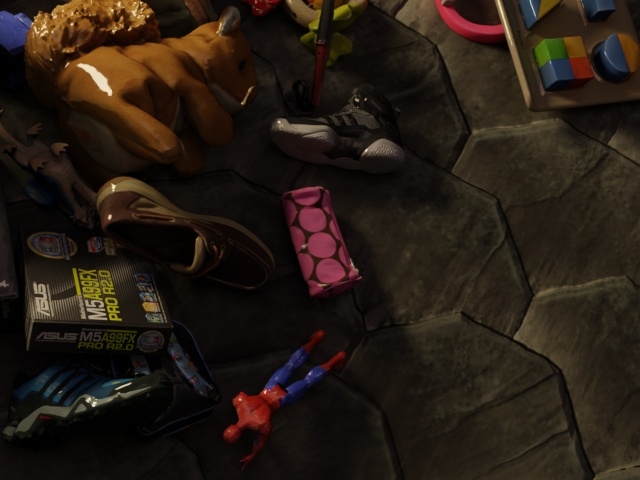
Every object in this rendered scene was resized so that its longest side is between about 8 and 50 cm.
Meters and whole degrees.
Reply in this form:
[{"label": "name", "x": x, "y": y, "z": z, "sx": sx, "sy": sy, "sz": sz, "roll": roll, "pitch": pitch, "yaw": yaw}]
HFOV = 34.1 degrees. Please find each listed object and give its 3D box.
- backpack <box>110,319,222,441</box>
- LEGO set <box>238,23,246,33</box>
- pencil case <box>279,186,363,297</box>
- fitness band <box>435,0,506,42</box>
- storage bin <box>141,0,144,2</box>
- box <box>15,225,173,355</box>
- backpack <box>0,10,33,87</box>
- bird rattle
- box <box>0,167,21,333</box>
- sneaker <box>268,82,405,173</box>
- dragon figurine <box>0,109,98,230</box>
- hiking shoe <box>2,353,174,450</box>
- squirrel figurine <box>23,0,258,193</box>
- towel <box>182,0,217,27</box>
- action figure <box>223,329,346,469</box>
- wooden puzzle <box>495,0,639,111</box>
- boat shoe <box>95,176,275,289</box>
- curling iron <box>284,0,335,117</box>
[{"label": "backpack", "x": -0.262, "y": 0.224, "z": 1.700, "sx": 0.158, "sy": 0.117, "sz": 0.173, "roll": -21, "pitch": 75, "yaw": -21}, {"label": "LEGO set", "x": -0.181, "y": -0.399, "z": 2.043, "sx": 0.083, "sy": 0.023, "sz": 0.054, "roll": -16, "pitch": 70, "yaw": -6}, {"label": "pencil case", "x": 0.000, "y": 0.000, "z": 1.880, "sx": 0.098, "sy": 0.095, "sz": 0.209, "roll": -24, "pitch": 74, "yaw": 14}, {"label": "fitness band", "x": 0.343, "y": -0.556, "z": 2.226, "sx": 0.209, "sy": 0.054, "sz": 0.291, "roll": 2, "pitch": 68, "yaw": -14}, {"label": "storage bin", "x": -0.394, "y": -0.498, "z": 1.938, "sx": 0.122, "sy": 0.180, "sz": 0.084, "roll": -18, "pitch": 73, "yaw": -21}, {"label": "box", "x": -0.367, "y": 0.078, "z": 1.669, "sx": 0.216, "sy": 0.060, "sz": 0.270, "roll": 6, "pitch": 30, "yaw": -23}, {"label": "backpack", "x": -0.548, "y": -0.336, "z": 1.864, "sx": 0.101, "sy": 0.120, "sz": 0.098, "roll": -28, "pitch": 69, "yaw": -32}, {"label": "bird rattle", "x": -0.021, "y": -0.473, "z": 2.084, "sx": 0.253, "sy": 0.143, "sz": 0.207, "roll": 36, "pitch": 51, "yaw": 17}, {"label": "box", "x": -0.658, "y": -0.014, "z": 1.665, "sx": 0.312, "sy": 0.179, "sz": 0.343, "roll": -8, "pitch": 70, "yaw": -16}, {"label": "sneaker", "x": 0.034, "y": -0.224, "z": 1.982, "sx": 0.268, "sy": 0.101, "sz": 0.153, "roll": 12, "pitch": 64, "yaw": -16}, {"label": "dragon figurine", "x": -0.475, "y": -0.118, "z": 1.805, "sx": 0.289, "sy": 0.144, "sz": 0.085, "roll": 28, "pitch": 60, "yaw": 31}, {"label": "hiking shoe", "x": -0.365, "y": 0.229, "z": 1.605, "sx": 0.304, "sy": 0.113, "sz": 0.132, "roll": -16, "pitch": 64, "yaw": 19}, {"label": "squirrel figurine", "x": -0.301, "y": -0.305, "z": 1.836, "sx": 0.397, "sy": 0.281, "sz": 0.370, "roll": 45, "pitch": 57, "yaw": 1}, {"label": "towel", "x": -0.305, "y": -0.572, "z": 1.916, "sx": 0.053, "sy": 0.332, "sz": 0.317, "roll": -32, "pitch": 79, "yaw": -1}, {"label": "action figure", "x": -0.082, "y": 0.273, "z": 1.753, "sx": 0.091, "sy": 0.139, "sz": 0.280, "roll": 44, "pitch": 42, "yaw": 10}, {"label": "wooden puzzle", "x": 0.539, "y": -0.439, "z": 2.178, "sx": 0.347, "sy": 0.080, "sz": 0.322, "roll": -8, "pitch": 75, "yaw": -24}, {"label": "boat shoe", "x": -0.218, "y": 0.017, "z": 1.739, "sx": 0.342, "sy": 0.123, "sz": 0.123, "roll": 31, "pitch": 25, "yaw": -31}, {"label": "curling iron", "x": -0.009, "y": -0.364, "z": 1.971, "sx": 0.068, "sy": 0.035, "sz": 0.274, "roll": 12, "pitch": 107, "yaw": -11}]
